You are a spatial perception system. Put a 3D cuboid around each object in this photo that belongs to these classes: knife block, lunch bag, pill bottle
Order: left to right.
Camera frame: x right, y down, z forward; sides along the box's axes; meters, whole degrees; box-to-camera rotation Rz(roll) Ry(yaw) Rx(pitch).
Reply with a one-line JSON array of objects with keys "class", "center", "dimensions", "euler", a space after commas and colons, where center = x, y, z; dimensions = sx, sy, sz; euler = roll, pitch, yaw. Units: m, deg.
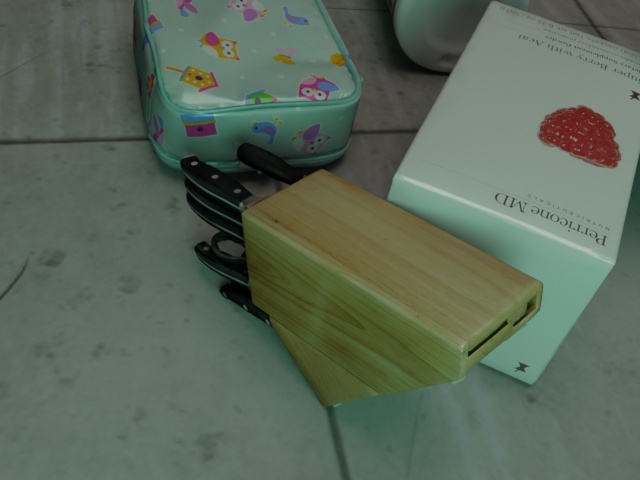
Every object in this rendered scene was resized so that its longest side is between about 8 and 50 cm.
[{"class": "lunch bag", "center": [-0.080, -0.189, 0.818], "dimensions": [0.224, 0.108, 0.279], "euler": [-4, 51, -20]}, {"class": "knife block", "center": [0.000, 0.000, 0.586], "dimensions": [0.088, 0.276, 0.242], "euler": [-33, 91, -31]}, {"class": "pill bottle", "center": [0.153, -0.361, 0.978], "dimensions": [0.160, 0.160, 0.283], "euler": [1, 49, -10]}]

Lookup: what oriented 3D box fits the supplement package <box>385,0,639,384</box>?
[{"class": "supplement package", "center": [0.175, -0.054, 0.701], "dimensions": [0.178, 0.175, 0.293], "euler": [23, 49, 9]}]
